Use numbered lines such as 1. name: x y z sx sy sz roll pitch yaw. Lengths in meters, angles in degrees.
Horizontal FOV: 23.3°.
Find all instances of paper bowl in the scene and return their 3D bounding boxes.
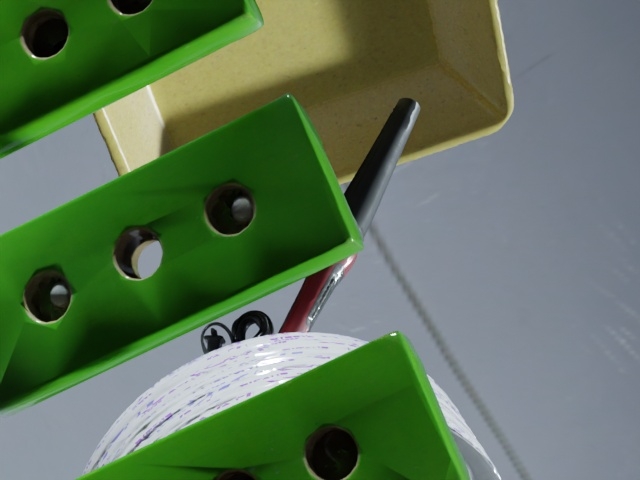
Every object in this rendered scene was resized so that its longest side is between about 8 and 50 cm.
1. paper bowl: -0.012 0.214 0.995 0.284 0.148 0.284 -8 119 -15

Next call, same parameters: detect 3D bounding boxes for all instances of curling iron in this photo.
1. curling iron: 0.000 0.000 1.126 0.068 0.035 0.274 27 70 17

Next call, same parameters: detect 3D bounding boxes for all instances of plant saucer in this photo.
1. plant saucer: -0.032 -0.182 1.225 0.332 0.333 0.081 -19 46 -1

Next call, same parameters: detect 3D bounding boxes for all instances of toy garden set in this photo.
1. toy garden set: -0.071 0.058 0.417 0.203 0.049 0.244 -26 74 8
